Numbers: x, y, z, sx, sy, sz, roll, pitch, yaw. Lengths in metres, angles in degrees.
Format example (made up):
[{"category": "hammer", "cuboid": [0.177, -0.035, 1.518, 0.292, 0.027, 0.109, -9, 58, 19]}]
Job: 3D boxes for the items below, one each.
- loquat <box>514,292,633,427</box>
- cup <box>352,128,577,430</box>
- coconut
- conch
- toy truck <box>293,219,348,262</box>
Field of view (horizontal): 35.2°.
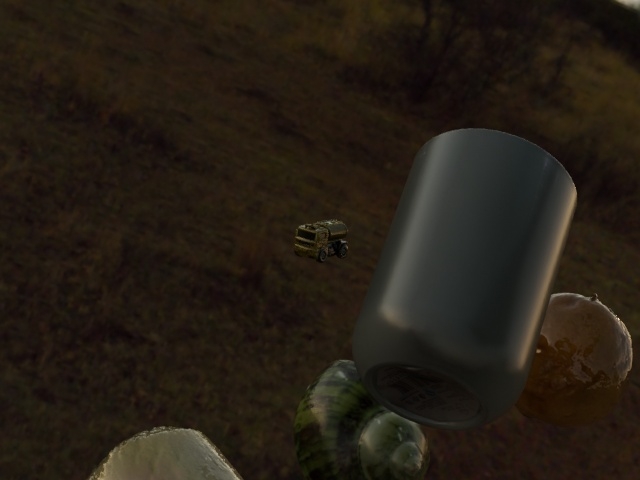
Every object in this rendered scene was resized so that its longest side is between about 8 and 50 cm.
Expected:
[{"category": "loquat", "cuboid": [0.418, 0.205, 1.716, 0.238, 0.238, 0.193, 38, 3, 38]}, {"category": "cup", "cuboid": [0.163, 0.049, 1.162, 0.205, 0.205, 0.312, 24, 58, -1]}, {"category": "coconut", "cuboid": [-0.188, 0.391, 1.341, 0.239, 0.239, 0.244, 1, 35, -51]}, {"category": "conch", "cuboid": [0.051, 0.251, 1.266, 0.181, 0.187, 0.124, -3, 5, 26]}, {"category": "toy truck", "cuboid": [0.000, 0.000, 1.477, 0.049, 0.054, 0.083, 16, 17, 36]}]
